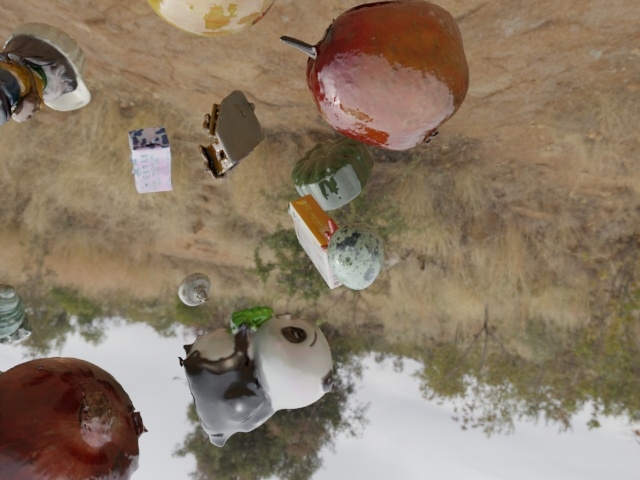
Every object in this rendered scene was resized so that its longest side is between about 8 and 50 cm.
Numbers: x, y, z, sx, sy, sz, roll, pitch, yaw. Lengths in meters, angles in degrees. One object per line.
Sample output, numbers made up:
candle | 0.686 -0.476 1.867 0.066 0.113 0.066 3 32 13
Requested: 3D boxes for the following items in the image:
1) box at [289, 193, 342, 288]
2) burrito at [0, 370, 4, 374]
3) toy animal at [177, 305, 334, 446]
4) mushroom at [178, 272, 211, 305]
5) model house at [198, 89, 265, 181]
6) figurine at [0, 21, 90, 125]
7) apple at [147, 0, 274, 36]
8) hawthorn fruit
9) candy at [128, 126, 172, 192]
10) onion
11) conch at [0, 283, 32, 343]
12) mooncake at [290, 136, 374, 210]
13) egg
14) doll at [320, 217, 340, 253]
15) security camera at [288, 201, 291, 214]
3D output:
box | 0.000 0.000 1.789 0.091 0.274 0.221 -25 141 -13
burrito | -0.867 0.365 1.346 0.096 0.066 0.309 54 172 33
toy animal | -0.115 0.226 0.953 0.267 0.212 0.212 -25 176 -11
mushroom | -0.296 0.122 1.252 0.085 0.085 0.079 21 -171 -44
model house | -0.308 -0.317 1.645 0.229 0.199 0.219 -29 -174 46
figurine | -0.657 -0.378 1.155 0.185 0.204 0.332 9 -159 4
apple | -0.315 -0.761 1.434 0.346 0.391 0.391 -28 -164 -35
hawthorn fruit | 0.097 -0.333 1.003 0.369 0.284 0.285 12 170 -15
candy | -0.405 -0.189 1.239 0.092 0.073 0.160 -10 146 -20
onion | -0.525 0.385 0.972 0.341 0.341 0.341 11 170 2
conch | -0.909 0.207 1.445 0.220 0.195 0.277 23 126 -27
mooncake | 0.040 -0.285 2.131 0.351 0.351 0.187 2 138 44
egg | 0.083 0.040 1.212 0.132 0.172 0.132 -5 -148 3
doll | 0.062 0.029 1.433 0.057 0.109 0.169 -14 133 32
security camera | -0.091 -0.140 2.251 0.092 0.058 0.058 -2 168 12
